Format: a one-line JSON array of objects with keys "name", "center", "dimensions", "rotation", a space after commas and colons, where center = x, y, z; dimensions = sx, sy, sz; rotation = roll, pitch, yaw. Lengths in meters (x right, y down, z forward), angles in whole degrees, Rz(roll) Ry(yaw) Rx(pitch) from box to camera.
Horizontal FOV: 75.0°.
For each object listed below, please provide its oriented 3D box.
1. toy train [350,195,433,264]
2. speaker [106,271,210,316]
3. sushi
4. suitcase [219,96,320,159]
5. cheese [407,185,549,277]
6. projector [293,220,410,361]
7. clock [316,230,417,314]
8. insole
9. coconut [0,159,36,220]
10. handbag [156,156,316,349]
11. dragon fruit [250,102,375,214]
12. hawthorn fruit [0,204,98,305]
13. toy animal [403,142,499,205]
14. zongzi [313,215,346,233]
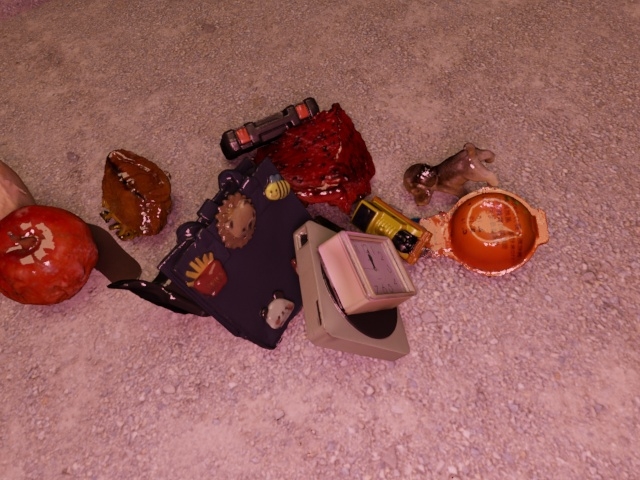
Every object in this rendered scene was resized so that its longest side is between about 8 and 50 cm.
[{"name": "toy train", "center": [0.159, -0.026, 0.961], "dimensions": [0.219, 0.127, 0.089], "rotation": [41, 112, 33]}, {"name": "speaker", "center": [-0.270, 0.009, 0.964], "dimensions": [0.180, 0.184, 0.388], "rotation": [-9, 42, 50]}, {"name": "sushi", "center": [-0.510, -0.124, 1.147], "dimensions": [0.296, 0.179, 0.166], "rotation": [44, 46, 13]}, {"name": "suitcase", "center": [-0.152, -0.322, 1.219], "dimensions": [0.285, 0.206, 0.066], "rotation": [-26, 101, -12]}, {"name": "cheese", "center": [0.348, -0.018, 0.973], "dimensions": [0.328, 0.129, 0.217], "rotation": [-7, 73, 18]}, {"name": "projector", "center": [0.060, 0.111, 0.873], "dimensions": [0.079, 0.259, 0.257], "rotation": [-37, 47, 33]}, {"name": "clock", "center": [0.094, 0.060, 0.820], "dimensions": [0.071, 0.191, 0.147], "rotation": [-36, 65, 30]}, {"name": "insole", "center": [-0.600, 0.030, 1.130], "dimensions": [0.327, 0.007, 0.111], "rotation": [29, 64, 23]}, {"name": "coconut", "center": [-0.947, -0.082, 1.031], "dimensions": [0.403, 0.405, 0.405], "rotation": [-3, 55, 4]}, {"name": "handbag", "center": [-0.135, 0.028, 0.875], "dimensions": [0.121, 0.329, 0.303], "rotation": [7, 54, 40]}, {"name": "dragon fruit", "center": [-0.005, -0.138, 1.074], "dimensions": [0.285, 0.228, 0.330], "rotation": [-22, 46, 15]}, {"name": "hawthorn fruit", "center": [-0.654, 0.024, 0.970], "dimensions": [0.241, 0.272, 0.242], "rotation": [6, 68, -15]}, {"name": "toy animal", "center": [0.332, -0.161, 1.064], "dimensions": [0.168, 0.233, 0.121], "rotation": [21, 63, -28]}, {"name": "zongzi", "center": [0.000, 0.000, 1.062], "dimensions": [0.104, 0.052, 0.113], "rotation": [30, 77, 33]}]
